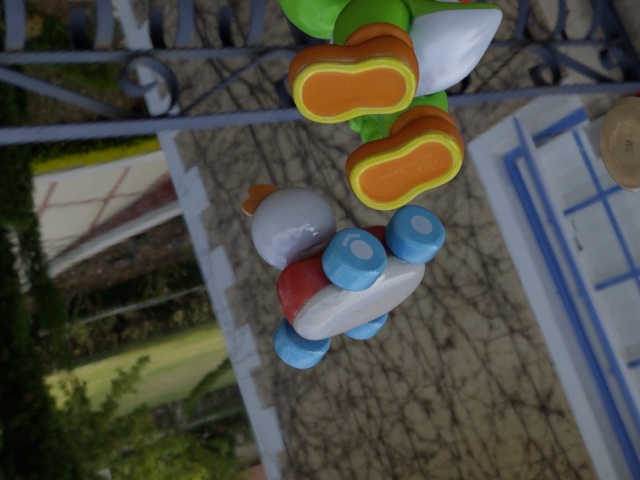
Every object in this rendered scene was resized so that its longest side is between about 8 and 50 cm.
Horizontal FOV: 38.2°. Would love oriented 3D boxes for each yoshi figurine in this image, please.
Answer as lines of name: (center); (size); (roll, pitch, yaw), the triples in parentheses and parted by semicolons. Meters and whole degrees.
yoshi figurine: (0.031, -0.197, 0.869); (0.203, 0.362, 0.203); (18, 132, -11)

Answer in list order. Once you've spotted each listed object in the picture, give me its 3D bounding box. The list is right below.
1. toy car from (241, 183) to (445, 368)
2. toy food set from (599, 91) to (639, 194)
toy car: (0.000, 0.000, 1.216); (0.210, 0.238, 0.219); (-21, 154, -38)
toy food set: (0.259, -0.079, 0.750); (0.020, 0.082, 0.083); (-12, -178, -21)
